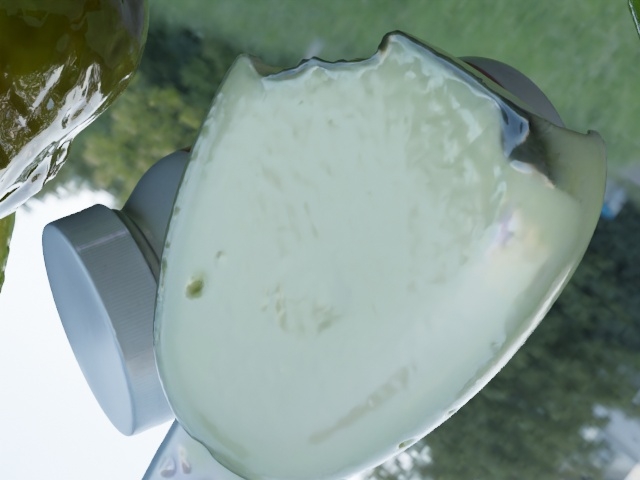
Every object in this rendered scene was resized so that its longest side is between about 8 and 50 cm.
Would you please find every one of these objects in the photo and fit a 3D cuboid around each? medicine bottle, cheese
[{"bbox_3d":[0.000,0.000,0.602,0.250,0.131,0.131,-22,-136,-23],"label":"medicine bottle"},{"bbox_3d":[-0.021,0.048,0.390,0.127,0.255,0.050,38,-163,23],"label":"cheese"}]

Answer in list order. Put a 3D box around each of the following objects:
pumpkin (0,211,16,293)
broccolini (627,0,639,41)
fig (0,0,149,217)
[{"bbox_3d":[-0.453,-0.004,1.112,0.199,0.332,0.332,19,-173,24],"label":"pumpkin"},{"bbox_3d":[0.273,0.006,0.731,0.074,0.078,0.392,37,-143,-55],"label":"broccolini"},{"bbox_3d":[-0.286,-0.149,0.700,0.343,0.343,0.343,32,-166,-9],"label":"fig"}]
